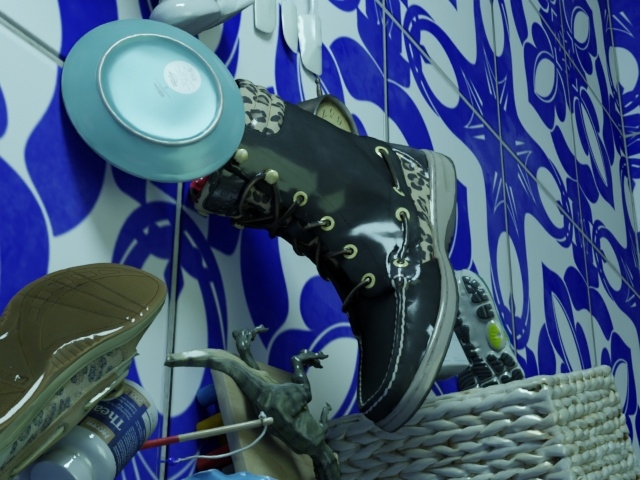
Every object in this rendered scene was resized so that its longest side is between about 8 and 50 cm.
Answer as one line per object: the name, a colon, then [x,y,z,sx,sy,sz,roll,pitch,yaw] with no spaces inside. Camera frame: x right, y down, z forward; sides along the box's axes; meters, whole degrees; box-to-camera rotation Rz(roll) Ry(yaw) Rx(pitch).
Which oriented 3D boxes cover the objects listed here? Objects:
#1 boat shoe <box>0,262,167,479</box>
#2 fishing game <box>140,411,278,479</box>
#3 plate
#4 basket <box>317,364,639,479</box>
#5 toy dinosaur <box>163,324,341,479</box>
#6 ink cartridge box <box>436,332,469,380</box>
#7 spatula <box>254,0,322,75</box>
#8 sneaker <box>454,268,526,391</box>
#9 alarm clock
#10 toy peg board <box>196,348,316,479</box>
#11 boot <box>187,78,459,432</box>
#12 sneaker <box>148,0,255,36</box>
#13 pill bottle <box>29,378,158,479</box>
boat shoe: [-0.224,0.106,0.934,0.285,0.104,0.089,-42,147,-53]
fishing game: [-0.086,0.300,1.061,0.041,0.189,0.264,158,-79,-74]
plate: [-0.158,-0.144,1.119,0.188,0.024,0.188,12,59,-21]
basket: [0.211,0.313,1.395,0.328,0.331,0.266,7,70,-62]
toy dinosaur: [-0.047,0.148,1.152,0.268,0.064,0.118,44,34,-31]
ink cartridge box: [0.114,0.088,1.635,0.189,0.066,0.232,11,48,-60]
spatula: [-0.044,-0.358,1.553,0.168,0.019,0.242,24,56,-50]
sneaker: [0.268,0.176,1.815,0.110,0.107,0.275,-20,97,-72]
alarm clock: [-0.001,-0.105,1.466,0.129,0.064,0.192,52,34,-39]
toy peg board: [-0.074,0.215,1.195,0.161,0.079,0.160,29,38,-55]
boot: [0.000,0.000,1.210,0.284,0.138,0.377,24,49,-16]
sneaker: [-0.149,-0.276,1.270,0.094,0.080,0.212,59,23,-8]
pill bottle: [-0.194,0.174,0.975,0.067,0.067,0.120,68,28,-17]
